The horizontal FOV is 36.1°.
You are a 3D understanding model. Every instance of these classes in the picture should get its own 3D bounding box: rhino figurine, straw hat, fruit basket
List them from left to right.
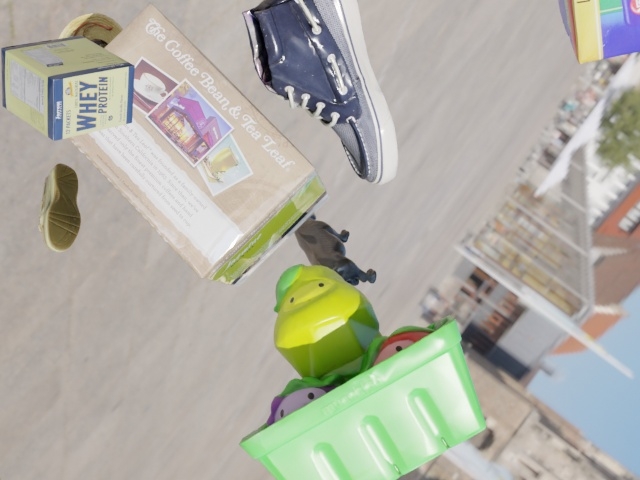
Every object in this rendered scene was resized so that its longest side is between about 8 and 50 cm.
[{"bbox_3d":[-0.349,-0.282,1.557,0.144,0.144,0.061,-54,168,3],"label":"straw hat"},{"bbox_3d":[0.000,0.000,1.842,0.106,0.243,0.073,5,130,-45],"label":"rhino figurine"},{"bbox_3d":[0.038,0.192,1.529,0.392,0.392,0.283,-53,174,1],"label":"fruit basket"}]

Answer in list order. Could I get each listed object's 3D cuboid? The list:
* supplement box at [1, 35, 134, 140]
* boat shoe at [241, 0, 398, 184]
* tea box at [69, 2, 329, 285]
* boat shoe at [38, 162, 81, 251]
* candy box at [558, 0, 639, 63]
[{"bbox_3d":[-0.221,-0.135,0.859,0.083,0.083,0.056,-21,132,-41],"label":"supplement box"},{"bbox_3d":[-0.003,-0.218,1.446,0.158,0.341,0.127,-26,-159,-18],"label":"boat shoe"},{"bbox_3d":[-0.180,-0.124,1.454,0.220,0.329,0.323,-44,173,-1],"label":"tea box"},{"bbox_3d":[-0.392,-0.043,1.455,0.048,0.153,0.056,-33,141,33],"label":"boat shoe"},{"bbox_3d":[0.348,-0.318,0.810,0.122,0.317,0.268,-84,160,-53],"label":"candy box"}]
